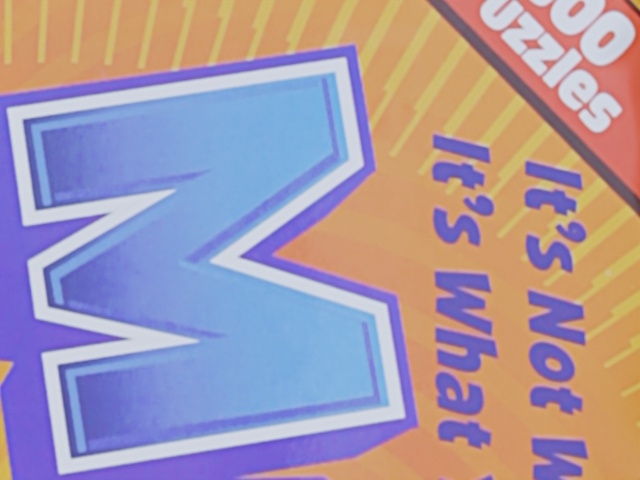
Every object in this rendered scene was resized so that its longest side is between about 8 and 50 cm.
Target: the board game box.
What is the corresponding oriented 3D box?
[{"bbox_3d":[-0.094,0.108,0.520,0.356,0.356,0.356,102,167,-85],"label":"board game box"}]
